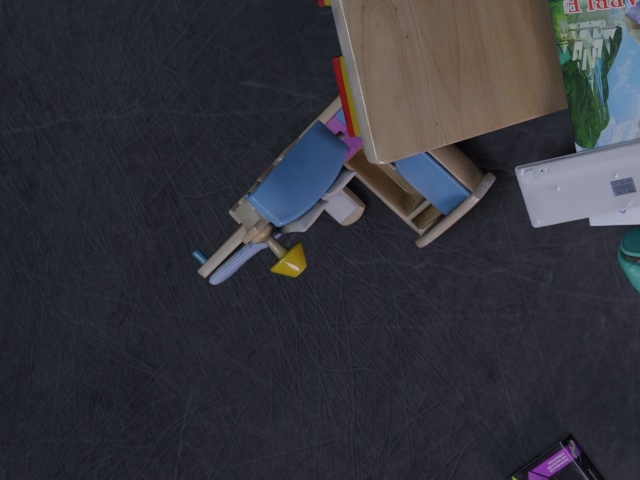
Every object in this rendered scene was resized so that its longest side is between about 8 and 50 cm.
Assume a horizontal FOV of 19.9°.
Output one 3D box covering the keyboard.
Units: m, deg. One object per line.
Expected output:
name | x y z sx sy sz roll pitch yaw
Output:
keyboard | 0.319 -0.067 1.939 0.256 0.014 0.072 -12 106 41

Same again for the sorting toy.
sorting toy | 0.121 -0.237 1.968 0.089 0.256 0.257 5 110 63

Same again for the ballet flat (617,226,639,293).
ballet flat | 0.437 0.034 1.941 0.247 0.083 0.087 4 135 36

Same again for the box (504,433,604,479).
box | 0.304 0.327 2.182 0.162 0.029 0.116 52 130 7

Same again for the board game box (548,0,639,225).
board game box | 0.400 -0.177 1.880 0.319 0.066 0.318 -3 106 39

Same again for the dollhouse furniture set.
dollhouse furniture set | 0.000 0.000 2.076 0.198 0.303 0.286 43 143 -3
